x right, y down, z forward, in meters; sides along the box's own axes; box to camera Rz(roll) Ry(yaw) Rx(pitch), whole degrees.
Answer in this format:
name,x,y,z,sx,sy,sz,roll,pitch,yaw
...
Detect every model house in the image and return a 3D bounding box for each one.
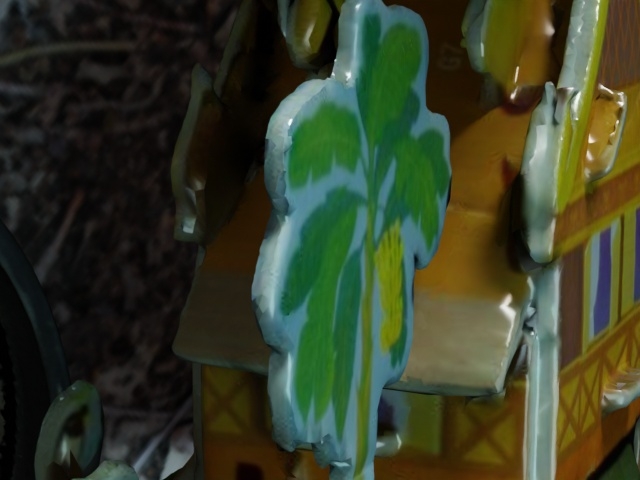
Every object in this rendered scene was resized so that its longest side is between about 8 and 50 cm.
name,x,y,z,sx,sy,sz,roll,pitch,yaw
model house,0.000,0.000,0.677,0.358,0.243,0.312,-23,113,-64

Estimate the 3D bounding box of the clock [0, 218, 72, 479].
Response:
name,x,y,z,sx,sy,sz,roll,pitch,yaw
clock,-0.259,0.110,0.648,0.386,0.076,0.386,-19,120,-36
